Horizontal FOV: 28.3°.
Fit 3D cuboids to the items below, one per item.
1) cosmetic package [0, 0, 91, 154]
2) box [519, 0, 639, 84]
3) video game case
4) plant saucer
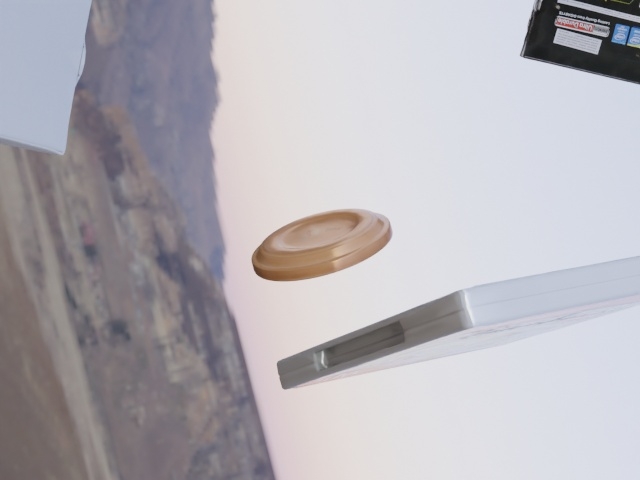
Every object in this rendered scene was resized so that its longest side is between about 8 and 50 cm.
[{"bbox_3d":[-0.392,-0.221,1.244,0.385,0.156,0.217,17,84,-70],"label":"cosmetic package"},{"bbox_3d":[0.372,-0.260,1.181,0.079,0.321,0.257,-44,146,-74],"label":"box"},{"bbox_3d":[0.113,0.055,0.854,0.285,0.204,0.025,-30,-109,64],"label":"video game case"},{"bbox_3d":[0.000,0.000,0.731,0.083,0.083,0.013,-121,-165,-70],"label":"plant saucer"}]
